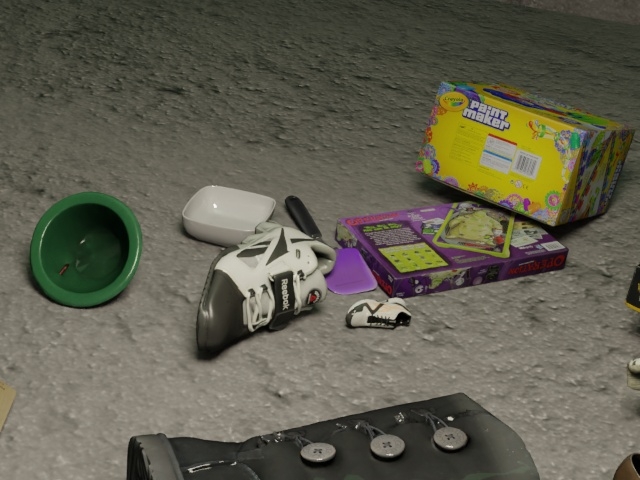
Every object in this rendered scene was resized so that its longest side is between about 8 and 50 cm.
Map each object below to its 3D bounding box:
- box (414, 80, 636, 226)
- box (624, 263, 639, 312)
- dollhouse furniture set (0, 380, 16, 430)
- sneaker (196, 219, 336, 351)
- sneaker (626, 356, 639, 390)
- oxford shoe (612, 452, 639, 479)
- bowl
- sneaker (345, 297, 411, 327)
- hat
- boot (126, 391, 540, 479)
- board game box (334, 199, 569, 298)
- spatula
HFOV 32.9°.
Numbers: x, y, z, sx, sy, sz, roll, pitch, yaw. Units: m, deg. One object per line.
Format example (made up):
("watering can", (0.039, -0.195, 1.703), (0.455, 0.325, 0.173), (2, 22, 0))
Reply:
("box", (0.380, -0.168, 2.002), (0.290, 0.177, 0.279), (24, 19, 28))
("box", (0.660, 0.094, 1.618), (0.322, 0.079, 0.257), (28, 33, 33))
("dollhouse furniture set", (-0.487, 0.212, 1.354), (0.151, 0.123, 0.144), (37, 23, -18))
("sneaker", (-0.071, 0.066, 1.602), (0.146, 0.123, 0.330), (14, 30, 16))
("sneaker", (0.513, 0.271, 1.352), (0.182, 0.158, 0.410), (-13, 38, -6))
("oxford shoe", (0.447, 0.328, 1.276), (0.227, 0.096, 0.082), (28, 34, 30))
("bowl", (-0.155, -0.035, 1.837), (0.141, 0.053, 0.142), (13, 31, 10))
("sneaker", (0.090, 0.113, 1.639), (0.109, 0.040, 0.044), (-9, 35, -25))
("hat", (-0.350, 0.028, 1.714), (0.172, 0.183, 0.209), (1, 71, 3))
("boot", (0.042, 0.318, 1.182), (0.445, 0.146, 0.367), (0, 31, -21))
("board game box", (0.224, 0.006, 1.853), (0.346, 0.056, 0.208), (-8, 37, -25))
("spatula", (0.000, 0.000, 1.828), (0.084, 0.030, 0.296), (-11, 34, -20))
